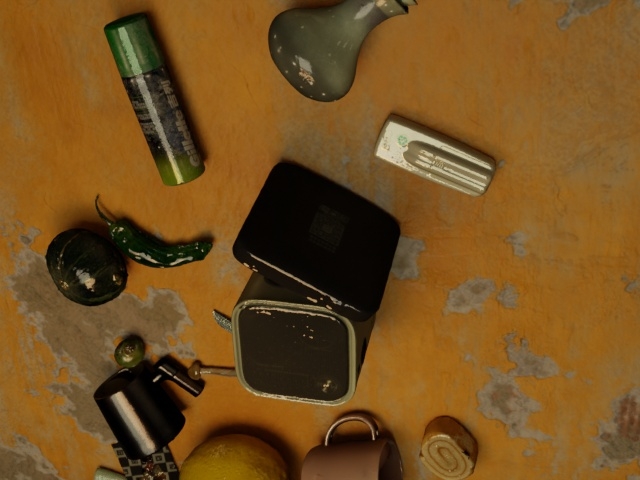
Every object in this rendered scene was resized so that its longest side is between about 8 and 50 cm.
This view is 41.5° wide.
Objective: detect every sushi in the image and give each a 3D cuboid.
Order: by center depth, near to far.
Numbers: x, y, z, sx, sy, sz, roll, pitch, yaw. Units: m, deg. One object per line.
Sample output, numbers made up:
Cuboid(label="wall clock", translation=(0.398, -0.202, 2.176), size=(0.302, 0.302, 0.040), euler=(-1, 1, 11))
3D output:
Cuboid(label="sushi", translation=(-0.451, 0.579, 2.218), size=(0.139, 0.031, 0.201), euler=(-13, 116, 3))

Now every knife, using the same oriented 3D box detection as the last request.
Cuboid(label="knife", translation=(-0.161, 0.224, 1.925), size=(0.210, 0.015, 0.028), euler=(32, 120, 6))

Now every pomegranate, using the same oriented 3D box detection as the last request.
Cuboid(label="pomegranate", translation=(-0.457, 0.267, 2.005), size=(0.073, 0.084, 0.073), euler=(-3, 79, 17))

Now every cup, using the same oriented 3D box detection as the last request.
Cuboid(label="cup", translation=(0.069, 0.533, 1.981), size=(0.200, 0.191, 0.253), euler=(-6, 88, 22))
Cuboid(label="cup", translation=(-0.414, 0.387, 2.056), size=(0.177, 0.239, 0.166), euler=(61, 158, -15))

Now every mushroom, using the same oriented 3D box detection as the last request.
Cuboid(label="mushroom", translation=(-0.173, 0.285, 1.973), size=(0.306, 0.043, 0.068), euler=(-16, 134, 21))

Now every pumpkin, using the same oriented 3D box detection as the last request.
Cuboid(label="pumpkin", translation=(-0.511, 0.060, 1.855), size=(0.190, 0.146, 0.190), euler=(43, 151, 30))

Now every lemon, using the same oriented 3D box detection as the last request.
Cuboid(label="lemon", translation=(-0.207, 0.583, 2.042), size=(0.263, 0.236, 0.236), euler=(-23, 113, 4))

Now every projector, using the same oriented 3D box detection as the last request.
Cuboid(label="projector", translation=(-0.026, 0.159, 1.731), size=(0.248, 0.249, 0.249), euler=(6, 122, 11))

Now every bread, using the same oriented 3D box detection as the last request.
Cuboid(label="bread", translation=(0.290, 0.485, 1.942), size=(0.122, 0.073, 0.149), euler=(-34, 106, 31))

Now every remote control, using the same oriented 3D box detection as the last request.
Cuboid(label="remote control", translation=(0.216, -0.155, 1.599), size=(0.230, 0.049, 0.090), euler=(23, 120, 2))

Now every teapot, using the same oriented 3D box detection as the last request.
Cuboid(label="teapot", translation=(0.039, -0.367, 1.462), size=(0.250, 0.183, 0.183), euler=(-39, 105, 17))

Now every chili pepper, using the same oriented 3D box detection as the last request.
Cuboid(label="chili pepper", translation=(-0.376, 0.006, 1.845), size=(0.278, 0.065, 0.122), euler=(19, 114, 1))

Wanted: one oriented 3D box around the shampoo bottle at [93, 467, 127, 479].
Cuboid(label="shampoo bottle", translation=(-0.517, 0.666, 2.282), size=(0.190, 0.041, 0.069), euler=(14, 115, 6))

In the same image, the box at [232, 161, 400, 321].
Cuboid(label="box", translation=(0.000, 0.000, 1.610), size=(0.289, 0.289, 0.073), euler=(27, 131, -5))

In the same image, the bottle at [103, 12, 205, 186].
Cuboid(label="bottle", translation=(-0.321, -0.270, 1.647), size=(0.093, 0.093, 0.330), euler=(-8, 117, 19))
